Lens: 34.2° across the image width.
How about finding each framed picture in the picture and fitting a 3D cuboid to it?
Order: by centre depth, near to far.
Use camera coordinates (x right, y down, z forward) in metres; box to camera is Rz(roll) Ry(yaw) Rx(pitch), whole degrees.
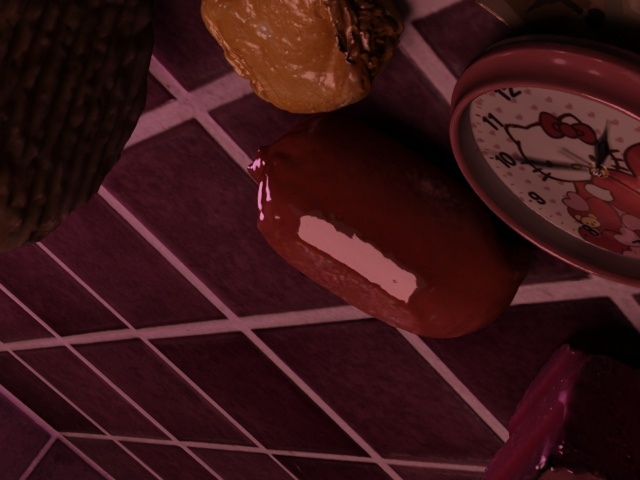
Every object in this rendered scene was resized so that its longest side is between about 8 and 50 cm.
[{"bbox_3d":[0.208,-0.132,0.661,0.201,0.010,0.136,36,152,-2],"label":"framed picture"}]

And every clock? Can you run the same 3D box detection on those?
[{"bbox_3d":[0.201,-0.051,0.737,0.244,0.056,0.244,30,160,12],"label":"clock"}]

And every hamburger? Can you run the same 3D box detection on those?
[{"bbox_3d":[-0.013,-0.161,0.780,0.147,0.083,0.138,-1,132,45],"label":"hamburger"}]

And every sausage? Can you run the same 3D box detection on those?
[{"bbox_3d":[0.053,-0.013,0.886,0.254,0.148,0.148,34,152,7],"label":"sausage"}]

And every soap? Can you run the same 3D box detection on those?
[{"bbox_3d":[0.231,0.211,0.994,0.112,0.182,0.289,29,146,6],"label":"soap"}]

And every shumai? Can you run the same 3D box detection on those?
[{"bbox_3d":[-0.310,-0.163,0.879,0.262,0.267,0.314,18,107,31],"label":"shumai"}]

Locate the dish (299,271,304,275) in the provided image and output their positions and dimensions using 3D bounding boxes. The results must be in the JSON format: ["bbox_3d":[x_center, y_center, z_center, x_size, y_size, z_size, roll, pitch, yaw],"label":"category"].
[{"bbox_3d":[0.000,0.000,1.018,0.141,0.078,0.141,26,151,16],"label":"dish"}]
